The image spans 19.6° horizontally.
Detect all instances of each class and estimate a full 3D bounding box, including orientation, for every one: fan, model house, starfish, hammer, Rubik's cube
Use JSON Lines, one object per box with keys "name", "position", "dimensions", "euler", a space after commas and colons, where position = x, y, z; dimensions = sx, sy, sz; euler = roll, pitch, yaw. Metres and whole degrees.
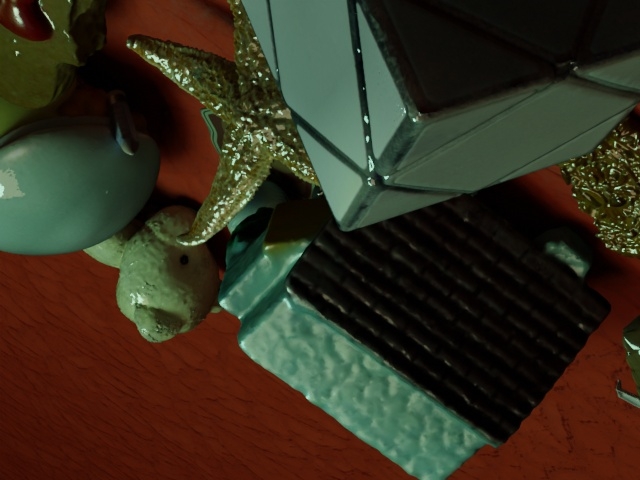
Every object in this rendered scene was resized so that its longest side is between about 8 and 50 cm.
{"name": "fan", "position": [-0.061, -0.106, 1.808], "dimensions": [0.132, 0.009, 0.220], "euler": [23, 156, 19]}
{"name": "model house", "position": [0.090, 0.024, 1.676], "dimensions": [0.280, 0.230, 0.249], "euler": [37, 116, -14]}
{"name": "starfish", "position": [-0.069, -0.122, 1.623], "dimensions": [0.231, 0.048, 0.295], "euler": [49, 126, 8]}
{"name": "hammer", "position": [0.000, 0.000, 1.873], "dimensions": [0.193, 0.070, 0.116], "euler": [16, 163, 14]}
{"name": "Rubik's cube", "position": [0.085, -0.151, 1.182], "dimensions": [0.205, 0.205, 0.207], "euler": [67, 160, 12]}

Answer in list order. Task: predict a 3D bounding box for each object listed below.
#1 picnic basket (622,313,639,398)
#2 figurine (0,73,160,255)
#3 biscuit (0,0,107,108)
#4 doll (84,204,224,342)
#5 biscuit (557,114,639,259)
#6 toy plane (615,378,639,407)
{"name": "picnic basket", "position": [0.350, 0.117, 1.546], "dimensions": [0.178, 0.128, 0.138], "euler": [40, 167, 35]}
{"name": "figurine", "position": [-0.350, -0.136, 1.904], "dimensions": [0.382, 0.205, 0.224], "euler": [39, 152, 8]}
{"name": "biscuit", "position": [-0.360, -0.301, 1.652], "dimensions": [0.394, 0.076, 0.368], "euler": [33, 145, 9]}
{"name": "doll", "position": [-0.224, -0.014, 2.099], "dimensions": [0.278, 0.175, 0.149], "euler": [36, 121, 16]}
{"name": "biscuit", "position": [0.250, -0.045, 1.493], "dimensions": [0.126, 0.025, 0.206], "euler": [13, 149, 40]}
{"name": "toy plane", "position": [0.359, 0.172, 1.735], "dimensions": [0.162, 0.065, 0.171], "euler": [7, 142, 28]}
